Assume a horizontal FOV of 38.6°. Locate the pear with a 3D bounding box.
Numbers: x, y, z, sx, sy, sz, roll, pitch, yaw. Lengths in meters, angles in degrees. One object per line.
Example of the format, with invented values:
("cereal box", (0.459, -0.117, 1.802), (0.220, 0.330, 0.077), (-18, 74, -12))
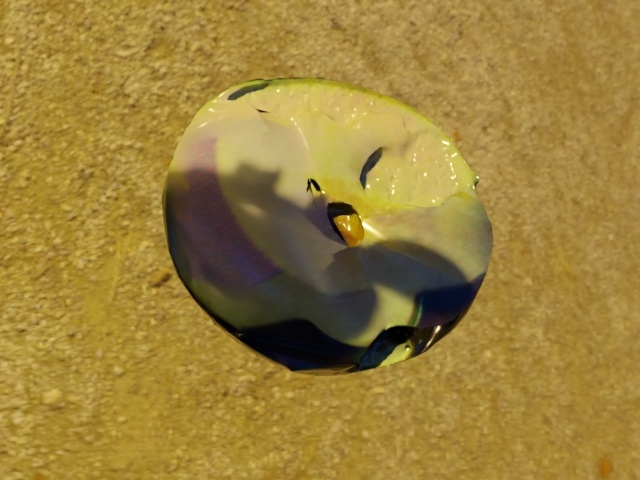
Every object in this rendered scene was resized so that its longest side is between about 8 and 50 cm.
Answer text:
("pear", (-0.002, -0.002, 1.123), (0.399, 0.165, 0.398), (6, 64, -12))
